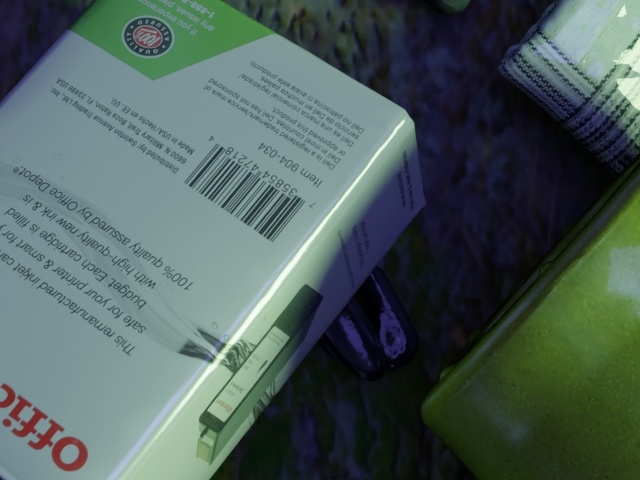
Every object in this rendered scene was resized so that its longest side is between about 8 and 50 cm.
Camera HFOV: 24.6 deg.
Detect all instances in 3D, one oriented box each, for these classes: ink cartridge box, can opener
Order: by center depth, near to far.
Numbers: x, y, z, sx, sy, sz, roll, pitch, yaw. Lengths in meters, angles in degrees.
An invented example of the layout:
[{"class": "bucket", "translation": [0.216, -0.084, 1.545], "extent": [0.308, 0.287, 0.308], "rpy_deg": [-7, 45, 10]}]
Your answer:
[{"class": "ink cartridge box", "translation": [-0.102, 0.009, 0.806], "extent": [0.198, 0.115, 0.273], "rpy_deg": [33, 74, 20]}, {"class": "can opener", "translation": [0.000, 0.000, 0.892], "extent": [0.059, 0.073, 0.186], "rpy_deg": [-26, 76, -9]}]

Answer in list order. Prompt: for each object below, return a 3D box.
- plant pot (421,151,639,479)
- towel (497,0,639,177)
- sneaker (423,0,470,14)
[{"class": "plant pot", "translation": [0.256, 0.117, 0.773], "extent": [0.353, 0.366, 0.366], "rpy_deg": [43, 81, 6]}, {"class": "towel", "translation": [0.319, -0.133, 0.910], "extent": [0.312, 0.056, 0.324], "rpy_deg": [40, 85, -12]}, {"class": "sneaker", "translation": [0.165, -0.258, 0.916], "extent": [0.121, 0.111, 0.300], "rpy_deg": [36, 83, -6]}]
